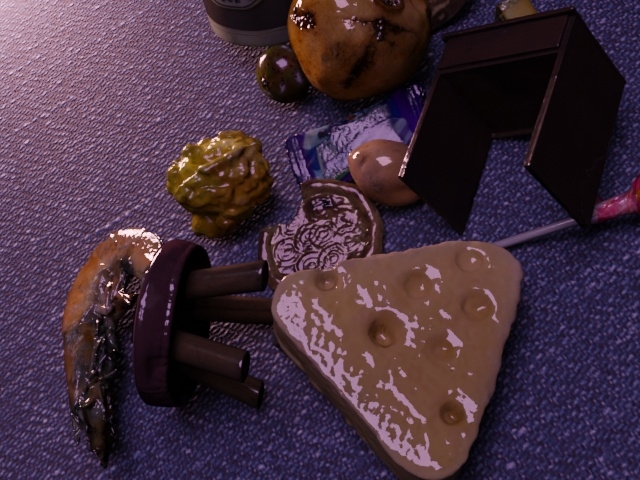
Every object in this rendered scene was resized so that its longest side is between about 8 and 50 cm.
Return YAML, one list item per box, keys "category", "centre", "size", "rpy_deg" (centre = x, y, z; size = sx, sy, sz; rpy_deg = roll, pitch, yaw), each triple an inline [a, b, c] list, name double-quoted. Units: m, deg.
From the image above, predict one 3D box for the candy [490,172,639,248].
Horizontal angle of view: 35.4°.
- category: "candy"
  centre: [0.430, -0.038, 1.554]
  size: [0.366, 0.124, 0.124]
  rpy_deg: [-20, 55, 22]

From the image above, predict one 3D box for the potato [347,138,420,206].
- category: "potato"
  centre: [0.120, -0.118, 1.691]
  size: [0.147, 0.112, 0.112]
  rpy_deg: [14, 60, -13]

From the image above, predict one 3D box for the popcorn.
- category: "popcorn"
  centre: [-0.174, -0.103, 1.788]
  size: [0.198, 0.155, 0.197]
  rpy_deg: [-23, 36, 18]

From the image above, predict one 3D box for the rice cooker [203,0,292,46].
- category: "rice cooker"
  centre: [-0.111, -0.531, 1.940]
  size: [0.289, 0.277, 0.288]
  rpy_deg: [-6, 44, 5]

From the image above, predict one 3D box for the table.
- category: "table"
  centre: [0.302, -0.179, 1.578]
  size: [0.251, 0.196, 0.282]
  rpy_deg: [-1, 59, 43]

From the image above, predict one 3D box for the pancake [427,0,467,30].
- category: "pancake"
  centre: [0.158, -0.496, 1.867]
  size: [0.250, 0.250, 0.031]
  rpy_deg: [-4, 22, 18]

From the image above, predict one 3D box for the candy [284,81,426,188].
- category: "candy"
  centre: [0.076, -0.174, 1.783]
  size: [0.275, 0.070, 0.145]
  rpy_deg: [-23, 64, 5]

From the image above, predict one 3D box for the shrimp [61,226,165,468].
- category: "shrimp"
  centre: [-0.340, 0.165, 1.679]
  size: [0.272, 0.085, 0.444]
  rpy_deg: [-32, 46, 31]

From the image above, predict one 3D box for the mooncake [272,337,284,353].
- category: "mooncake"
  centre: [0.003, 0.146, 1.613]
  size: [0.125, 0.073, 0.130]
  rpy_deg: [29, 70, 33]

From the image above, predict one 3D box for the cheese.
- category: "cheese"
  centre: [0.154, 0.136, 1.507]
  size: [0.384, 0.104, 0.383]
  rpy_deg: [-1, 65, 2]

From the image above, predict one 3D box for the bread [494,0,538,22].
- category: "bread"
  centre: [0.360, -0.355, 1.749]
  size: [0.064, 0.117, 0.156]
  rpy_deg: [-30, 55, 0]

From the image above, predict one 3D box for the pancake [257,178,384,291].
- category: "pancake"
  centre: [0.000, 0.000, 1.717]
  size: [0.212, 0.029, 0.235]
  rpy_deg: [33, 83, 25]

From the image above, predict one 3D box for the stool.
- category: "stool"
  centre: [-0.175, 0.139, 1.584]
  size: [0.179, 0.272, 0.272]
  rpy_deg: [7, 63, 10]

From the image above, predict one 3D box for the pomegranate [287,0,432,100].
- category: "pomegranate"
  centre: [0.070, -0.384, 1.795]
  size: [0.261, 0.260, 0.260]
  rpy_deg: [-10, 58, 15]

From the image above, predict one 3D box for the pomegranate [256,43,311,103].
- category: "pomegranate"
  centre: [-0.055, -0.325, 1.904]
  size: [0.115, 0.114, 0.142]
  rpy_deg: [30, 49, 32]
